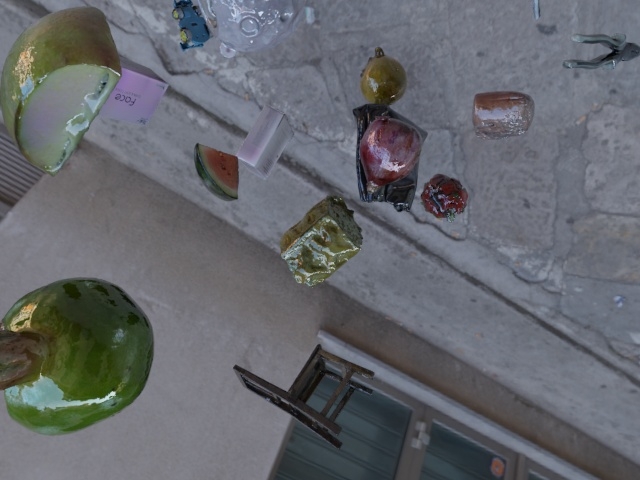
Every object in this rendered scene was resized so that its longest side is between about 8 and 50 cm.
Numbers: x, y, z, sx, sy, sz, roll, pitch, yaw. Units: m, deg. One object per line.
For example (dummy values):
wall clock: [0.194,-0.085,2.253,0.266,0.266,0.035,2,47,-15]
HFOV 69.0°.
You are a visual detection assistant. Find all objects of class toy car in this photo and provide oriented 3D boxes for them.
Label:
toy car: [-0.479,-0.773,1.679,0.098,0.126,0.162,-18,104,46]

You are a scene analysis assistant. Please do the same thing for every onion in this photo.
onion: [0.164,-0.203,1.151,0.159,0.195,0.159,21,-175,-2]

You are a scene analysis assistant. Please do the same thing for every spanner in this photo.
spanner: [0.781,-0.514,1.271,0.040,0.324,0.096,45,138,47]

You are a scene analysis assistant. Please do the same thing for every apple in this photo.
apple: [-0.428,-0.252,0.724,0.265,0.193,0.120,-38,159,29]

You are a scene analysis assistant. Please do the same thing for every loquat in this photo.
loquat: [0.212,-0.554,1.592,0.149,0.172,0.205,13,125,56]

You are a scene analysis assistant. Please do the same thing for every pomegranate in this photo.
pomegranate: [-0.383,0.162,0.674,0.235,0.236,0.302,15,170,15]

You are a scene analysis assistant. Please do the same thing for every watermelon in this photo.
watermelon: [-0.322,-0.196,1.395,0.145,0.137,0.193,-20,107,45]

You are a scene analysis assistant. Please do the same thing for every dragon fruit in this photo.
dragon fruit: [0.472,-0.169,1.793,0.182,0.182,0.188,45,170,-29]

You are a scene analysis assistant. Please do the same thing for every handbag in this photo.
handbag: [0.216,-0.243,1.469,0.152,0.288,0.342,0,173,40]

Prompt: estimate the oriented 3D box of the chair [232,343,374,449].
chair: [-0.053,0.483,1.610,0.416,0.241,0.203,26,150,22]

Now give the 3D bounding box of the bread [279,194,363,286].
bread: [0.003,0.005,1.547,0.252,0.239,0.196,-35,120,20]

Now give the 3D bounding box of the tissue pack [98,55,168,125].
tissue pack: [-0.542,-0.409,1.236,0.092,0.246,0.149,40,107,16]

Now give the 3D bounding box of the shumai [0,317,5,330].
shumai: [-0.610,0.205,0.927,0.116,0.146,0.146,-24,142,-6]

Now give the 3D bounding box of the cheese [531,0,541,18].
cheese: [0.555,-0.671,1.214,0.049,0.127,0.235,-18,159,22]

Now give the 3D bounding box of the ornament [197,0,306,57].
ornament: [-0.193,-0.716,1.322,0.337,0.337,0.337,17,148,11]

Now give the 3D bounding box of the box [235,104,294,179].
box: [-0.224,-0.400,1.923,0.106,0.252,0.203,28,177,9]

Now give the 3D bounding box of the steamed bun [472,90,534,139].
steamed bun: [0.450,-0.309,1.151,0.144,0.106,0.175,7,-175,24]
